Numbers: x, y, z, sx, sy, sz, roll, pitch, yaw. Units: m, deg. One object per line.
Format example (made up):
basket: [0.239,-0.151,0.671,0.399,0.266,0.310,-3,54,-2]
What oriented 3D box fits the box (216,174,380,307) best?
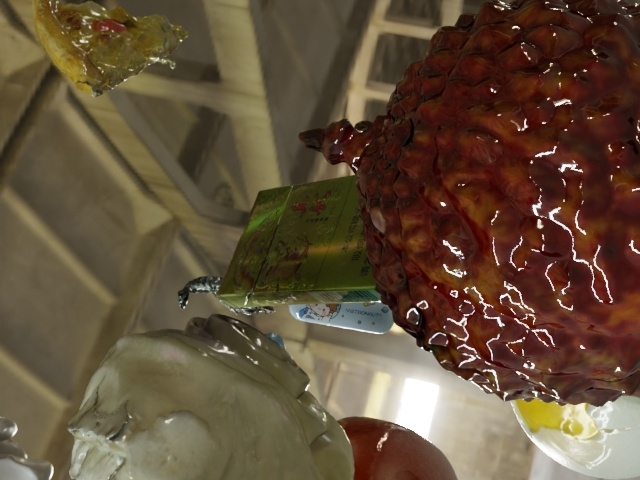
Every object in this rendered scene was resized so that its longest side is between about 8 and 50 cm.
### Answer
box: [0.000,0.000,1.326,0.043,0.311,0.173,36,-117,-35]

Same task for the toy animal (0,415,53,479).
toy animal: [-0.591,0.396,1.746,0.271,0.206,0.265,-58,23,3]

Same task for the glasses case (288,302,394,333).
glasses case: [0.037,0.109,1.688,0.045,0.178,0.067,156,123,-79]

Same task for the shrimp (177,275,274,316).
shrimp: [-0.157,0.087,1.772,0.082,0.174,0.076,106,171,-65]

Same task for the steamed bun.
steamed bun: [-0.121,0.208,1.213,0.394,0.347,0.237,41,-122,-71]

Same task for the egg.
egg: [0.388,0.177,1.379,0.345,0.283,0.283,78,-153,-56]

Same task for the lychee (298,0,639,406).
lychee: [0.219,-0.049,1.026,0.424,0.500,0.424,16,-90,-89]

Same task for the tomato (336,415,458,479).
tomato: [0.080,0.423,1.581,0.321,0.321,0.321,12,-90,-78]

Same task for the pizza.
pizza: [-0.369,-0.378,1.860,0.288,0.280,0.075,-20,-35,-38]

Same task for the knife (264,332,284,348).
knife: [-0.183,0.192,1.781,0.032,0.244,0.058,-103,12,-47]
